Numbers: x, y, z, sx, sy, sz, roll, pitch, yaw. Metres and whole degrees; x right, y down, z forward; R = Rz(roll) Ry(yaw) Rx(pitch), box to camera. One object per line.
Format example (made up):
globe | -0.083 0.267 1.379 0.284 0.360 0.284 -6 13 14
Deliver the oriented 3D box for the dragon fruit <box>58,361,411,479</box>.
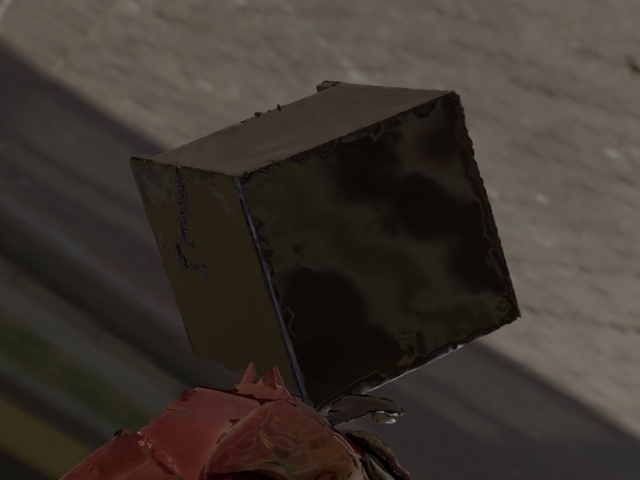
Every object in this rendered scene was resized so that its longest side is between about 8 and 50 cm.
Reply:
dragon fruit | -0.017 0.217 0.867 0.291 0.250 0.269 46 -175 7

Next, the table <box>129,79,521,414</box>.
table | 0.000 0.000 1.337 0.193 0.169 0.173 13 123 62
